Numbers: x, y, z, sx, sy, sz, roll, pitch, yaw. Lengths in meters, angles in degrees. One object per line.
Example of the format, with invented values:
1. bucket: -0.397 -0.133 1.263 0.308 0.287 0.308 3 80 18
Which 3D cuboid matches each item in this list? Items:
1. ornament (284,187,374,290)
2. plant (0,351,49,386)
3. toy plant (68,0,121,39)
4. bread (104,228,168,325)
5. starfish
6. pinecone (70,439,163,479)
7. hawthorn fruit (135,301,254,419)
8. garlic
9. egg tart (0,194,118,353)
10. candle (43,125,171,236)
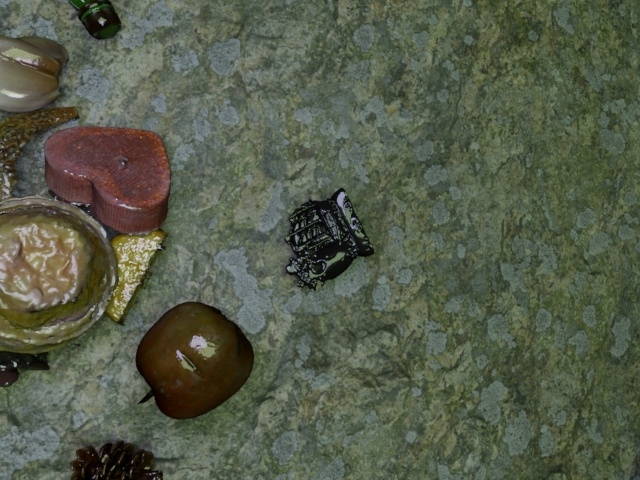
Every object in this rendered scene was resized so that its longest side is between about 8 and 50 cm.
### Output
1. ornament: 0.000 0.000 1.589 0.260 0.106 0.251 -24 87 -11
2. plant: -0.712 0.225 1.260 0.204 0.178 0.234 -17 93 -24
3. toy plant: -0.591 -0.609 1.422 0.093 0.093 0.162 -33 94 -19
4. bread: -0.491 0.069 1.368 0.147 0.160 0.261 28 83 -9
5. starfish: -0.789 -0.185 1.263 0.383 0.132 0.398 6 70 -18
6. pinecone: -0.484 0.573 1.321 0.212 0.168 0.186 -14 105 -8
7. hawthorn fruit: -0.322 0.305 1.355 0.268 0.268 0.301 45 82 -11
8. garlic: -0.742 -0.412 1.322 0.228 0.110 0.217 2 66 -13
9. egg tart: -0.602 0.062 1.167 0.352 0.150 0.352 8 74 -30
10. candle: -0.482 -0.176 1.343 0.317 0.131 0.287 34 44 5
